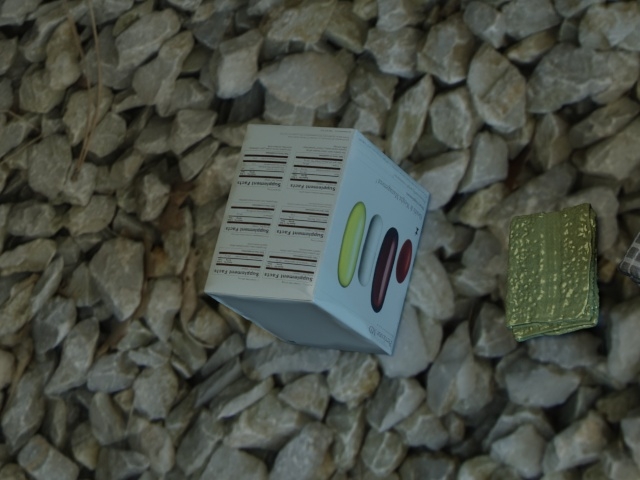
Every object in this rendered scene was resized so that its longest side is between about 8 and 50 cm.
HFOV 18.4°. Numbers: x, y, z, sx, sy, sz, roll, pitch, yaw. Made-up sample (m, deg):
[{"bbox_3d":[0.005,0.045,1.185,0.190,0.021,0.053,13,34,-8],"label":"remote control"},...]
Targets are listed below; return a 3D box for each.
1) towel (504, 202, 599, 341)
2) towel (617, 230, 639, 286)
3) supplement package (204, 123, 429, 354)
[{"bbox_3d":[0.255,0.035,2.177,0.110,0.027,0.148,-10,66,27],"label":"towel"},{"bbox_3d":[0.474,0.003,2.007,0.283,0.121,0.235,31,87,36],"label":"towel"},{"bbox_3d":[0.000,0.000,2.236,0.149,0.194,0.203,4,72,32],"label":"supplement package"}]
